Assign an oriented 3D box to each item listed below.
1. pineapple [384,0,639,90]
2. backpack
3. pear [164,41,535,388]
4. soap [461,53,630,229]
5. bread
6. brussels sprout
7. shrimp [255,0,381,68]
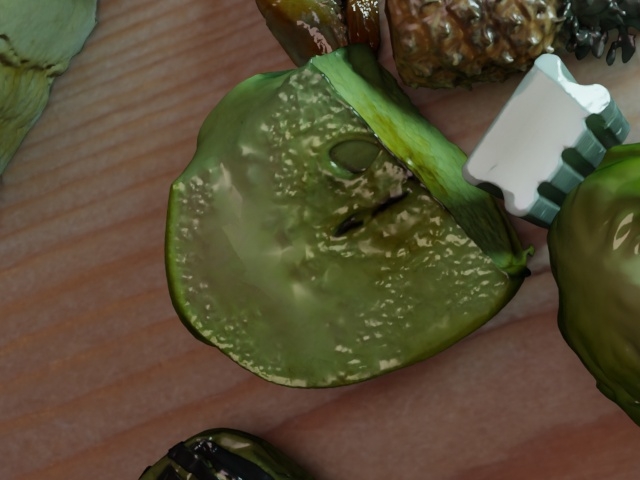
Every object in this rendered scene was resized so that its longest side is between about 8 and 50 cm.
[{"bbox_3d":[0.191,-0.215,1.122,0.279,0.158,0.158,-7,84,5],"label":"pineapple"},{"bbox_3d":[-0.070,0.290,1.173,0.207,0.140,0.253,-45,78,8],"label":"backpack"},{"bbox_3d":[0.000,0.000,1.153,0.282,0.176,0.286,-43,91,19],"label":"pear"},{"bbox_3d":[0.189,-0.074,1.079,0.066,0.198,0.119,35,98,16],"label":"soap"},{"bbox_3d":[-0.394,-0.181,1.213,0.210,0.341,0.300,30,101,11],"label":"bread"},{"bbox_3d":[0.310,0.033,1.007,0.259,0.294,0.227,0,114,-2],"label":"brussels sprout"},{"bbox_3d":[0.010,-0.212,1.229,0.115,0.051,0.217,-33,74,12],"label":"shrimp"}]
